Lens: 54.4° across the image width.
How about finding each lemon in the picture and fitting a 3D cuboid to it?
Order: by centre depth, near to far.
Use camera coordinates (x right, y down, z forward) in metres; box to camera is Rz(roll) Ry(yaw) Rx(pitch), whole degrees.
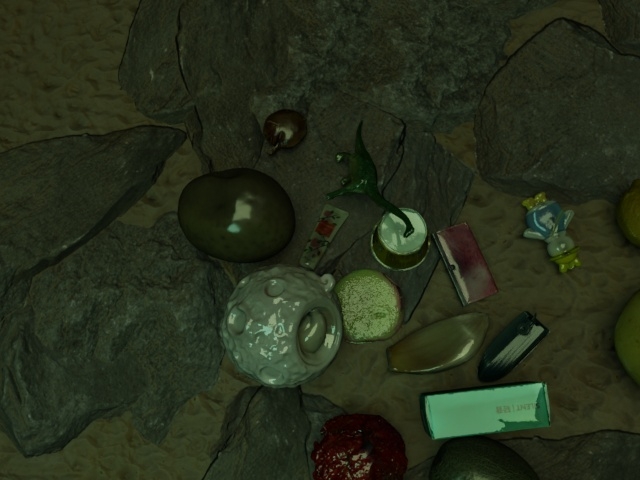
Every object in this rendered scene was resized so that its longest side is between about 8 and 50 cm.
[{"bbox_3d":[0.936,-0.069,1.737,0.192,0.192,0.231,-28,77,-2],"label":"lemon"}]

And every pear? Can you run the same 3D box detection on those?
[{"bbox_3d":[0.943,0.261,1.601,0.349,0.348,0.348,-1,78,4],"label":"pear"}]

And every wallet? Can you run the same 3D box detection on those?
[{"bbox_3d":[0.423,0.066,1.823,0.119,0.025,0.232,-20,78,-11],"label":"wallet"}]

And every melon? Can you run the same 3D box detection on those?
[{"bbox_3d":[0.431,0.637,1.596,0.302,0.237,0.237,31,82,5],"label":"melon"}]

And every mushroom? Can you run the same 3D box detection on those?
[{"bbox_3d":[-0.118,-0.336,1.928,0.135,0.080,0.170,25,77,19],"label":"mushroom"}]

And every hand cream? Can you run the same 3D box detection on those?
[{"bbox_3d":[0.000,0.000,1.867,0.080,0.050,0.234,25,74,13],"label":"hand cream"}]

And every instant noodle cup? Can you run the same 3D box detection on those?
[{"bbox_3d":[0.234,-0.012,1.798,0.182,0.144,0.182,-1,77,4],"label":"instant noodle cup"}]

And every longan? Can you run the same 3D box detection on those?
[{"bbox_3d":[-0.240,-0.072,1.790,0.350,0.288,0.288,6,78,17],"label":"longan"}]

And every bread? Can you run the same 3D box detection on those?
[{"bbox_3d":[0.136,0.193,1.817,0.229,0.033,0.228,-1,77,2],"label":"bread"}]

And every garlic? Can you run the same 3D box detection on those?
[{"bbox_3d":[0.333,0.301,1.740,0.318,0.112,0.143,-20,54,6],"label":"garlic"}]

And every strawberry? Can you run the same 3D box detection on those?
[{"bbox_3d":[0.104,0.584,1.640,0.274,0.220,0.274,0,74,2],"label":"strawberry"}]

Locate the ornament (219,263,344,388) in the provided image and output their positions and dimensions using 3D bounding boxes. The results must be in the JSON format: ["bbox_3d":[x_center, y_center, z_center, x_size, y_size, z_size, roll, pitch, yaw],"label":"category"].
[{"bbox_3d":[-0.109,0.226,1.684,0.337,0.337,0.336,-1,78,4],"label":"ornament"}]

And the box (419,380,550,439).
[{"bbox_3d":[0.428,0.448,1.654,0.312,0.205,0.118,-8,79,2],"label":"box"}]

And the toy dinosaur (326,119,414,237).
[{"bbox_3d":[0.161,-0.196,1.789,0.301,0.087,0.446,-11,60,42],"label":"toy dinosaur"}]

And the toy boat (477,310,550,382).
[{"bbox_3d":[0.530,0.305,1.742,0.246,0.103,0.093,-47,55,6],"label":"toy boat"}]

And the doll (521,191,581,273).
[{"bbox_3d":[0.669,-0.024,1.795,0.135,0.099,0.241,-18,77,-23],"label":"doll"}]
